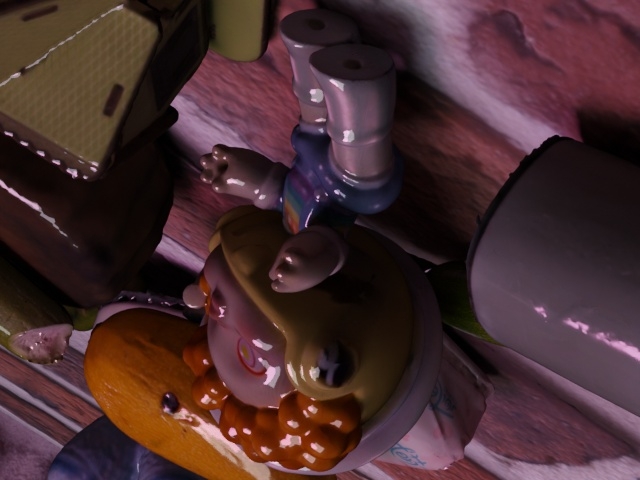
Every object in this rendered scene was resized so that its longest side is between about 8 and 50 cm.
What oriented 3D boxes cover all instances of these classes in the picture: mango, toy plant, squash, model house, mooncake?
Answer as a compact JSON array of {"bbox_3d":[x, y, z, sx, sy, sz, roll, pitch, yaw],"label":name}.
[{"bbox_3d":[-0.097,0.164,1.278,0.294,0.120,0.177,29,153,11],"label":"mango"},{"bbox_3d":[-0.193,0.250,1.559,0.247,0.332,0.247,11,161,4],"label":"toy plant"},{"bbox_3d":[0.180,0.055,1.059,0.318,0.071,0.080,13,148,51],"label":"squash"},{"bbox_3d":[-0.327,0.036,1.250,0.239,0.069,0.069,44,155,-23],"label":"squash"},{"bbox_3d":[-0.189,-0.120,0.900,0.218,0.279,0.205,29,160,8],"label":"model house"},{"bbox_3d":[-0.280,-0.069,1.278,0.290,0.161,0.290,26,156,12],"label":"mooncake"}]

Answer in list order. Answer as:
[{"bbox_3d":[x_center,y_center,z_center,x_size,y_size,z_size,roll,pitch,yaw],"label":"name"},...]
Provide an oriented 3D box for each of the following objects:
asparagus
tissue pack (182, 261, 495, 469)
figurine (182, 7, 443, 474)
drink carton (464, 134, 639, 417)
[{"bbox_3d":[-0.278,0.073,1.715,0.067,0.060,0.277,42,155,-13],"label":"asparagus"},{"bbox_3d":[0.017,0.107,1.320,0.271,0.124,0.201,42,159,-26],"label":"tissue pack"},{"bbox_3d":[0.016,0.018,1.002,0.225,0.205,0.382,59,151,27],"label":"figurine"},{"bbox_3d":[0.216,0.035,0.854,0.189,0.191,0.185,26,161,40],"label":"drink carton"}]
